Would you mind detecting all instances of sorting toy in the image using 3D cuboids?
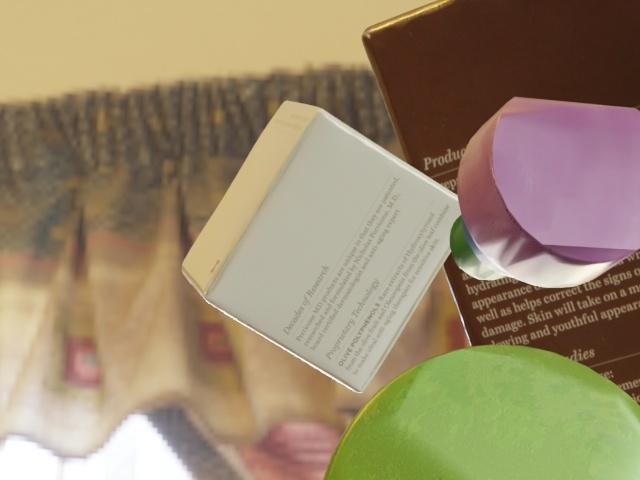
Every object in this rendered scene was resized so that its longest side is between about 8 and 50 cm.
[{"bbox_3d":[0.040,0.132,0.624,0.127,0.365,0.126,15,-21,-11],"label":"sorting toy"}]

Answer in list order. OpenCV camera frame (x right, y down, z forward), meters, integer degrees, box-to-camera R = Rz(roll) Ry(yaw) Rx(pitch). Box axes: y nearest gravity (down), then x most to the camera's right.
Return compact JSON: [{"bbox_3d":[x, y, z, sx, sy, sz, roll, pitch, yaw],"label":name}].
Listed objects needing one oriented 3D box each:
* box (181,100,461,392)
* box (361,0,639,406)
[{"bbox_3d":[0.000,0.000,0.877,0.087,0.102,0.101,31,1,-12],"label":"box"},{"bbox_3d":[0.188,0.011,1.204,0.191,0.381,0.143,-18,4,24],"label":"box"}]
